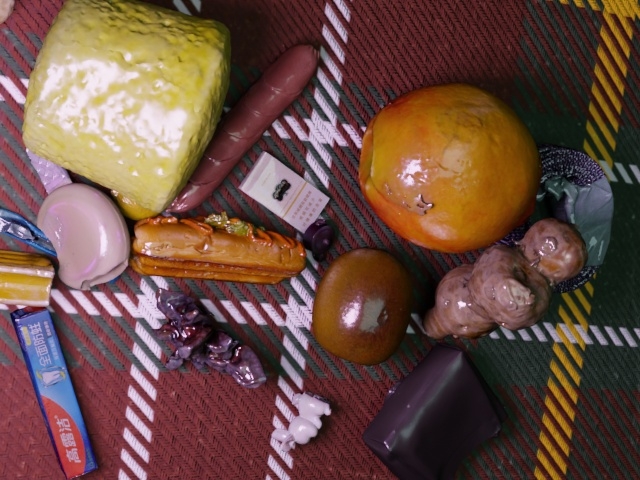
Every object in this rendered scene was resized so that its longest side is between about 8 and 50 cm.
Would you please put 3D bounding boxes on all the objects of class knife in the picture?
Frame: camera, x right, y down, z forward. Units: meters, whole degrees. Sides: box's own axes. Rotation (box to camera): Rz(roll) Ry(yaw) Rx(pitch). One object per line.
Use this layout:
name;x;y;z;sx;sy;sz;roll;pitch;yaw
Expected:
knife;-0.497;0.002;1.852;0.297;0.026;0.044;28;75;-22

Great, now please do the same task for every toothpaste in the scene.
toothpaste;-0.489;0.276;1.865;0.066;0.076;0.320;-20;104;-21

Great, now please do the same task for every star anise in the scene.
star anise;-0.215;0.195;1.902;0.283;0.212;0.129;40;69;-29

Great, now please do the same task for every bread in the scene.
bread;-0.328;-0.241;1.724;0.308;0.348;0.348;16;91;-13

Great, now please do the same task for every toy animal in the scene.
toy animal;-0.032;0.370;2.057;0.085;0.071;0.124;24;88;-23

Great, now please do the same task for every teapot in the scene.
teapot;0.000;0.000;2.023;0.068;0.045;0.100;-21;127;-38

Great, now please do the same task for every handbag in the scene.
handbag;0.250;0.391;2.149;0.285;0.113;0.257;-48;116;-17

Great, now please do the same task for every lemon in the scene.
lemon;-0.338;-0.078;1.872;0.111;0.082;0.082;14;92;-34

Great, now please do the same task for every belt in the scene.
belt;0.498;-0.047;2.181;0.260;0.122;0.324;-14;103;-15

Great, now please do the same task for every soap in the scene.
soap;-0.599;0.055;1.749;0.258;0.160;0.080;7;96;-21

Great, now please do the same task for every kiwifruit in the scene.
kiwifruit;0.087;0.126;2.009;0.196;0.196;0.234;23;82;-22

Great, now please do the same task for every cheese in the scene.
cheese;-0.445;-0.055;1.810;0.163;0.082;0.286;-32;83;22

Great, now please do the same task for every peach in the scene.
peach;0.258;-0.145;1.971;0.373;0.372;0.289;4;129;-22

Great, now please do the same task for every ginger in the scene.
ginger;0.352;0.101;2.037;0.176;0.375;0.256;51;44;-4

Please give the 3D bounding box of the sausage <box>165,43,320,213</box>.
sausage;-0.150;-0.210;1.919;0.088;0.088;0.433;45;76;-20

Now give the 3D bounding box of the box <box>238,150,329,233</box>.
box;-0.071;-0.093;2.004;0.167;0.024;0.090;35;85;-22

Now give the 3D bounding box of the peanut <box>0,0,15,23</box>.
peanut;-0.599;-0.481;1.704;0.124;0.123;0.256;-34;103;-14

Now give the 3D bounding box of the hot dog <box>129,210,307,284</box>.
hot dog;-0.195;0.011;1.903;0.349;0.158;0.117;5;77;-22
